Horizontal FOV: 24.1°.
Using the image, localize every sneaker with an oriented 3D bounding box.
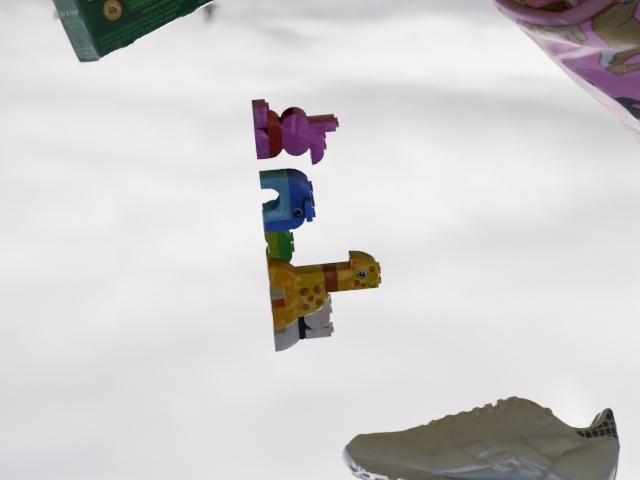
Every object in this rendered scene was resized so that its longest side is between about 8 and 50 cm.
[{"bbox_3d":[0.136,0.177,1.268,0.235,0.095,0.090,7,169,-4],"label":"sneaker"}]

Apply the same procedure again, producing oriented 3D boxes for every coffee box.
[{"bbox_3d":[-0.160,-0.236,1.090,0.113,0.184,0.040,-34,-159,-30],"label":"coffee box"}]

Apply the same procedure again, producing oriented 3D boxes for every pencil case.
[{"bbox_3d":[0.264,-0.125,1.031,0.386,0.160,0.167,35,-174,-43],"label":"pencil case"}]

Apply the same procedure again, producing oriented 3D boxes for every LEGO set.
[{"bbox_3d":[0.000,0.000,1.248,0.093,0.227,0.087,-5,-155,-3],"label":"LEGO set"}]
